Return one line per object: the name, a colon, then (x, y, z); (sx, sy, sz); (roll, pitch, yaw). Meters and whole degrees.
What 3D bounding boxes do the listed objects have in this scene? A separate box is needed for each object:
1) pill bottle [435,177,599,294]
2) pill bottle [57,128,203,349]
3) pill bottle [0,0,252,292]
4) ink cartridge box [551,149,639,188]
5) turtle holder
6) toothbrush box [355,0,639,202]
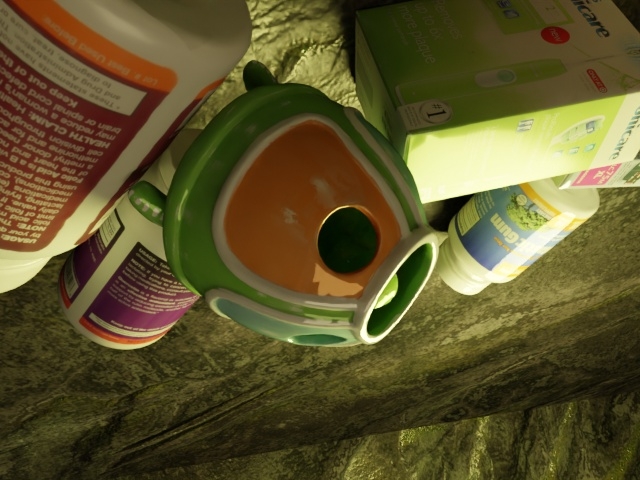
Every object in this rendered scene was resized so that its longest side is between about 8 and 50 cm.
pill bottle: (0.315, -0.024, 0.956); (0.152, 0.153, 0.272); (6, 141, -28)
pill bottle: (-0.217, 0.003, 0.763); (0.181, 0.182, 0.323); (15, 137, -37)
pill bottle: (-0.264, -0.123, 0.523); (0.224, 0.224, 0.392); (21, 132, -41)
ink cartridge box: (0.420, -0.158, 0.768); (0.310, 0.186, 0.065); (-2, 143, -19)
turtle holder: (-0.012, 0.008, 0.571); (0.243, 0.227, 0.321); (-42, 153, -30)
toothbrush box: (0.198, -0.176, 0.639); (0.282, 0.206, 0.122); (-10, 146, -5)
